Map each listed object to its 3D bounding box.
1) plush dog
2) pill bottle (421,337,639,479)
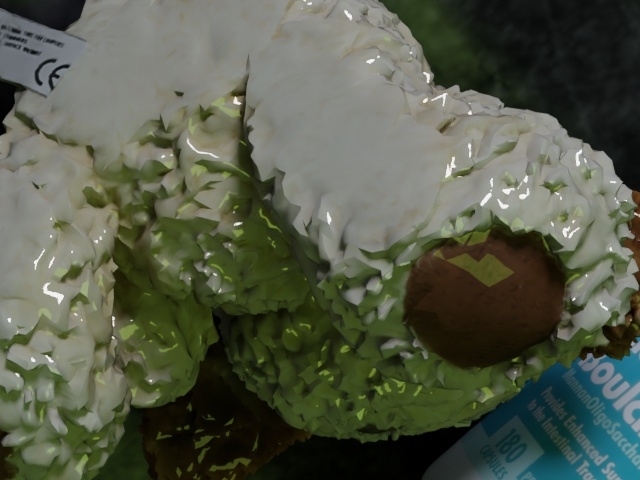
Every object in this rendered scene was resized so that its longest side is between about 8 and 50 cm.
[{"bbox_3d":[0.000,0.000,0.634,0.262,0.211,0.225,-17,144,21],"label":"plush dog"},{"bbox_3d":[0.182,0.076,0.747,0.264,0.146,0.146,-42,126,4],"label":"pill bottle"}]
